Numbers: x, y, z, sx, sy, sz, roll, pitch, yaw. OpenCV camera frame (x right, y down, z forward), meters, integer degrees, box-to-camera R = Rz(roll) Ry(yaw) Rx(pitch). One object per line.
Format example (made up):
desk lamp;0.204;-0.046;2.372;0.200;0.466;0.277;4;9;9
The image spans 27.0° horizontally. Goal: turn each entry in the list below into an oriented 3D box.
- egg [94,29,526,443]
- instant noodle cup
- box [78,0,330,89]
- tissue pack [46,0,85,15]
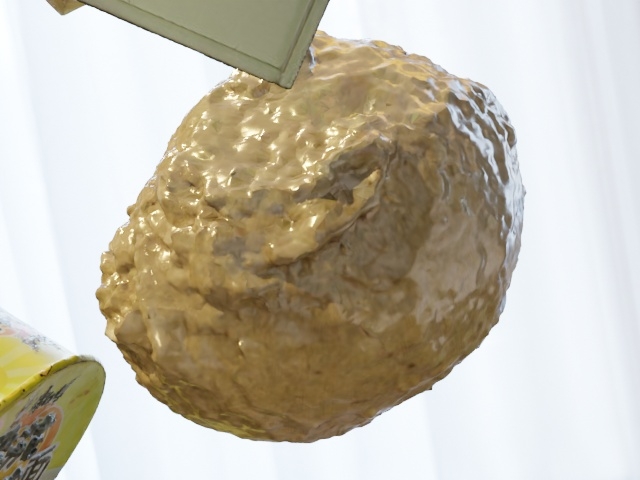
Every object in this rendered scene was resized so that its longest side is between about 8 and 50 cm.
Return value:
egg;0.000;0.000;0.914;0.310;0.279;0.279;-42;16;-13
instant noodle cup;-0.311;0.126;0.946;0.264;0.200;0.264;-50;-11;-13
box;-0.030;-0.187;0.495;0.130;0.225;0.086;22;8;-17
tissue pack;-0.238;-0.339;1.171;0.125;0.234;0.159;-27;-37;8
